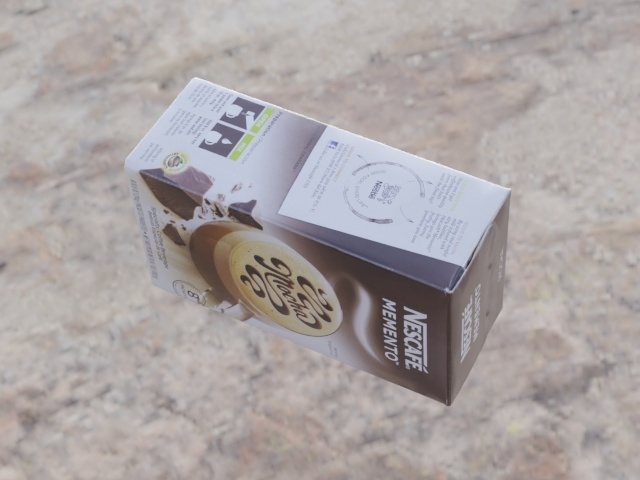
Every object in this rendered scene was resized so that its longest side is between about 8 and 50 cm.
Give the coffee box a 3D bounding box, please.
[{"bbox_3d":[0.000,0.000,1.213,0.297,0.168,0.119,21,55,20],"label":"coffee box"}]
